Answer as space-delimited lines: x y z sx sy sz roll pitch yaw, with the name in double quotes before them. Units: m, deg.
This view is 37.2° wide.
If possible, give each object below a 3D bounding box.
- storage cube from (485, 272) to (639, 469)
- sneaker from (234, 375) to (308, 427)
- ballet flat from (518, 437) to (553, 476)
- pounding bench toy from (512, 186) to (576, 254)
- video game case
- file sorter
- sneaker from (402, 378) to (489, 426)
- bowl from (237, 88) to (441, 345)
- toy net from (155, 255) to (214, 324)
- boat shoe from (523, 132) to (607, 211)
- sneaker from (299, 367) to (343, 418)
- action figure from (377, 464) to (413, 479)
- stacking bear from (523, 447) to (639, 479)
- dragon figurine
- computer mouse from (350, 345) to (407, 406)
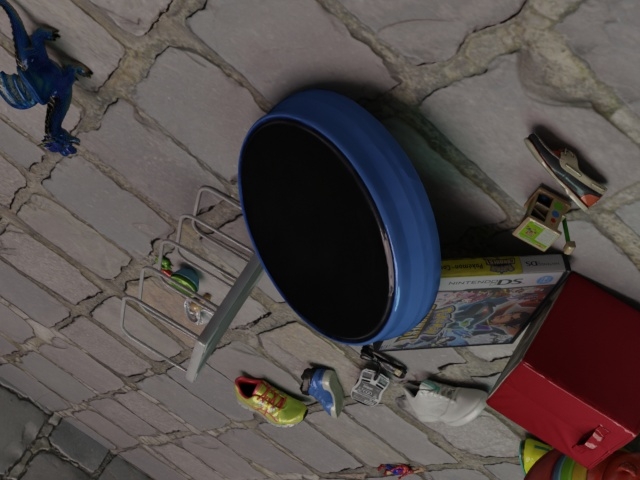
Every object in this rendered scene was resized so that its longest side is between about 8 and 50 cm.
"storage cube" 0.400 0.200 1.463 0.193 0.215 0.184 32 151 9
"sneaker" -0.128 0.386 2.303 0.208 0.081 0.094 13 144 26
"ballet flat" 0.458 0.486 1.975 0.077 0.077 0.231 1 140 17
"pounding bench toy" 0.323 -0.025 1.325 0.083 0.065 0.052 29 149 0
"video game case" 0.229 0.104 1.502 0.248 0.035 0.275 -2 150 -11
"file sorter" -0.220 0.075 1.722 0.173 0.278 0.193 30 150 3
"sneaker" 0.241 0.313 1.899 0.094 0.080 0.212 52 146 -14
"bowl" 0.012 -0.024 1.400 0.391 0.077 0.391 34 137 38
"toy net" -0.297 0.125 2.089 0.122 0.045 0.232 16 148 20
"boat shoe" 0.320 -0.096 1.246 0.043 0.049 0.137 -42 108 14
"sneaker" -0.001 0.341 2.147 0.084 0.058 0.152 8 140 23
"action figure" 0.192 0.576 2.373 0.038 0.030 0.115 47 144 -19
"stacking bear" 0.516 0.442 1.713 0.175 0.164 0.289 38 162 -1
"dragon figurine" -0.472 -0.267 1.551 0.085 0.144 0.289 -1 138 40
"computer mouse" 0.111 0.288 1.998 0.106 0.042 0.193 24 144 0
